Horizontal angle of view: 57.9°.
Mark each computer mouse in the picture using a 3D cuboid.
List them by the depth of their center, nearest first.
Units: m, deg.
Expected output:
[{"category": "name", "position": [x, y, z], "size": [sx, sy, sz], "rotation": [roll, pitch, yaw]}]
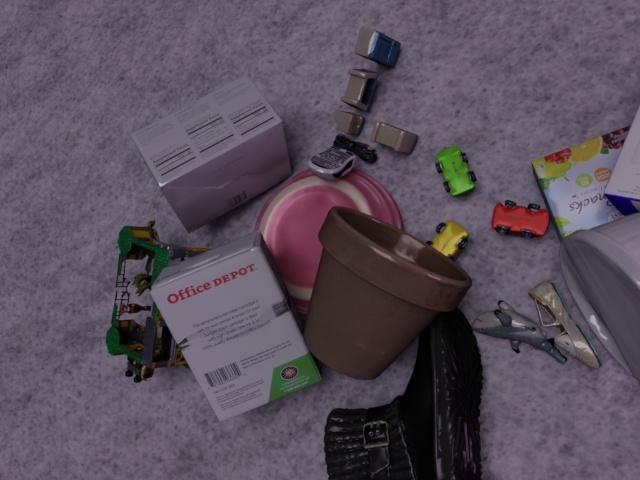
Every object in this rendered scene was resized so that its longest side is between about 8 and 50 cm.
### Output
[{"category": "computer mouse", "position": [0.033, -0.158, 1.155], "size": [0.106, 0.193, 0.042], "rotation": [26, 126, 19]}]

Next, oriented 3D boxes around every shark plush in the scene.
[{"category": "shark plush", "position": [0.354, 0.167, 1.022], "size": [0.161, 0.073, 0.067], "rotation": [25, 108, 4]}]

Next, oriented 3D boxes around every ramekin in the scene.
[{"category": "ramekin", "position": [0.491, 0.081, 0.863], "size": [0.127, 0.273, 0.273], "rotation": [-28, 68, 0]}]

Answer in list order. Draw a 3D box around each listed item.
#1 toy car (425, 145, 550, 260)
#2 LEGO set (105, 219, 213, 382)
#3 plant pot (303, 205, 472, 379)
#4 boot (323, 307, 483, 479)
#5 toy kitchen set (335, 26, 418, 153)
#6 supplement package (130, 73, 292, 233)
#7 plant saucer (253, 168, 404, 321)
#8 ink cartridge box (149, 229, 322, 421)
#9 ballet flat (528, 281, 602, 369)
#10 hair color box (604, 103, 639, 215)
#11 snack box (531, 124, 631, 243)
[{"category": "toy car", "position": [0.280, -0.071, 1.089], "size": [0.239, 0.053, 0.225], "rotation": [-22, 70, 15]}, {"category": "LEGO set", "position": [-0.308, 0.123, 1.235], "size": [0.255, 0.192, 0.331], "rotation": [2, 88, 43]}, {"category": "plant pot", "position": [0.086, 0.101, 0.972], "size": [0.263, 0.263, 0.229], "rotation": [31, 104, 25]}, {"category": "boot", "position": [0.138, 0.289, 1.021], "size": [0.260, 0.131, 0.348], "rotation": [-18, 50, 37]}, {"category": "toy kitchen set", "position": [0.146, -0.301, 1.183], "size": [0.166, 0.122, 0.207], "rotation": [25, 108, 24]}, {"category": "supplement package", "position": [-0.213, -0.172, 1.185], "size": [0.261, 0.204, 0.145], "rotation": [-30, 67, -11]}, {"category": "plant saucer", "position": [0.000, 0.000, 1.167], "size": [0.332, 0.084, 0.332], "rotation": [-5, 76, 21]}, {"category": "ink cartridge box", "position": [-0.149, 0.154, 1.071], "size": [0.211, 0.121, 0.289], "rotation": [-22, 107, 2]}, {"category": "ballet flat", "position": [0.410, 0.150, 0.984], "size": [0.052, 0.057, 0.168], "rotation": [-24, 60, 3]}, {"category": "hair color box", "position": [0.586, -0.188, 0.859], "size": [0.185, 0.110, 0.339], "rotation": [21, 88, 47]}, {"category": "snack box", "position": [0.497, -0.089, 0.998], "size": [0.207, 0.070, 0.175], "rotation": [-20, 71, 18]}]
